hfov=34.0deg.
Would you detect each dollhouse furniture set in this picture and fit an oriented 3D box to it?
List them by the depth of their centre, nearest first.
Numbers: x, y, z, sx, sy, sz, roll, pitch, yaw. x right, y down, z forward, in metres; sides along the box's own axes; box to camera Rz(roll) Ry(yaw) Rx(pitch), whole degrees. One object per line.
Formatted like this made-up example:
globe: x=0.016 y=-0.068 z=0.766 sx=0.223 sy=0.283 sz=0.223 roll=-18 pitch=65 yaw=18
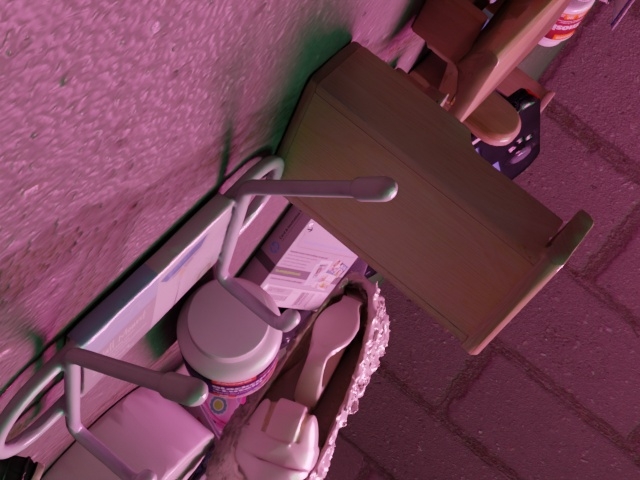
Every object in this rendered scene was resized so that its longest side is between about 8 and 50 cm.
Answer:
dollhouse furniture set: x=0.180 y=-0.131 z=1.010 sx=0.394 sy=0.256 sz=0.362 roll=-45 pitch=172 yaw=-35
dollhouse furniture set: x=0.270 y=-0.194 z=1.747 sx=0.184 sy=0.129 sz=0.129 roll=-49 pitch=173 yaw=-20

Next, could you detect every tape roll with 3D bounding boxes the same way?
tape roll: x=-0.249 y=0.302 z=1.200 sx=0.286 sy=0.100 sz=0.286 roll=-50 pitch=173 yaw=-8

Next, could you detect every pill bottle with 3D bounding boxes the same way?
pill bottle: x=-0.094 y=0.099 z=1.089 sx=0.108 sy=0.108 sz=0.193 roll=-49 pitch=172 yaw=-14
pill bottle: x=0.397 y=-0.384 z=1.742 sx=0.086 sy=0.086 sz=0.152 roll=-49 pitch=172 yaw=-13

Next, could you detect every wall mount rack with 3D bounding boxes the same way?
wall mount rack: x=-0.090 y=0.056 z=0.812 sx=0.350 sy=0.130 sz=0.304 roll=-47 pitch=172 yaw=-28

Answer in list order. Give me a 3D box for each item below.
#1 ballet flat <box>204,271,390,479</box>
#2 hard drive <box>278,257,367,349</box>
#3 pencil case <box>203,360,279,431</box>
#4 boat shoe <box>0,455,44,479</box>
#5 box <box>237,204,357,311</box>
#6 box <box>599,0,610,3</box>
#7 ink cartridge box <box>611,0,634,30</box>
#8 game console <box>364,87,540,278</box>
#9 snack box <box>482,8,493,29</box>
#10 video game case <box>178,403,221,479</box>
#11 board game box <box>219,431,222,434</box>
ballet flat: x=-0.028 y=0.196 z=1.295 sx=0.409 sy=0.147 sz=0.147 roll=-61 pitch=180 yaw=-35
hard drive: x=-0.018 y=0.071 z=1.459 sx=0.172 sy=0.054 sz=0.255 roll=-31 pitch=163 yaw=-18
pencil case: x=-0.110 y=0.233 z=1.603 sx=0.124 sy=0.124 sz=0.284 roll=-50 pitch=174 yaw=-2
boat shoe: x=-0.276 y=0.224 z=0.886 sx=0.133 sy=0.042 sz=0.049 roll=-55 pitch=-163 yaw=34
box: x=0.000 y=0.000 z=1.246 sx=0.186 sy=0.038 sz=0.145 roll=-52 pitch=150 yaw=17
box: x=0.408 y=-0.443 z=1.382 sx=0.184 sy=0.045 sz=0.191 roll=-46 pitch=145 yaw=-16
ink cartridge box: x=0.382 y=-0.409 z=1.058 sx=0.303 sy=0.072 sz=0.307 roll=102 pitch=-5 yaw=-77
game console: x=0.170 y=-0.068 z=1.603 sx=0.386 sy=0.060 sz=0.342 roll=-35 pitch=169 yaw=3
snack box: x=0.242 y=-0.287 z=1.388 sx=0.187 sy=0.060 sz=0.322 roll=-49 pitch=173 yaw=-12
video game case: x=-0.209 y=0.315 z=1.394 sx=0.201 sy=0.023 sz=0.183 roll=-50 pitch=-148 yaw=3
board game box: x=-0.237 y=0.477 z=1.606 sx=0.308 sy=0.086 sz=0.302 roll=-64 pitch=167 yaw=-45
